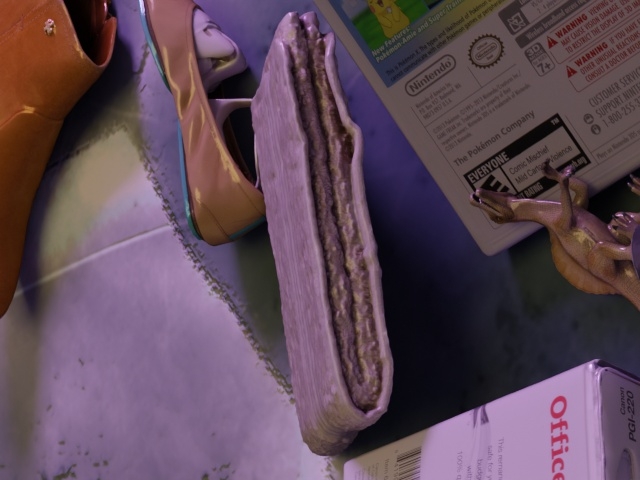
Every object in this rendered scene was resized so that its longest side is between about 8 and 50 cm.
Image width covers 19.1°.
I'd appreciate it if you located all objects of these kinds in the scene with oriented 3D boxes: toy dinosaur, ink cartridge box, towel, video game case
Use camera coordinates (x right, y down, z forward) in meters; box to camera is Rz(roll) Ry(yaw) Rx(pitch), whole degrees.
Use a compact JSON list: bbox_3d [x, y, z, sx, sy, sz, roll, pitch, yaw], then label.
[{"bbox_3d":[0.178,0.007,1.174,0.183,0.053,0.092,42,142,19],"label":"toy dinosaur"},{"bbox_3d":[0.117,0.185,1.158,0.218,0.092,0.158,-29,47,41],"label":"ink cartridge box"},{"bbox_3d":[0.000,0.000,1.299,0.187,0.049,0.282,118,145,-74],"label":"towel"},{"bbox_3d":[0.141,-0.187,1.158,0.329,0.036,0.300,-34,90,37],"label":"video game case"}]

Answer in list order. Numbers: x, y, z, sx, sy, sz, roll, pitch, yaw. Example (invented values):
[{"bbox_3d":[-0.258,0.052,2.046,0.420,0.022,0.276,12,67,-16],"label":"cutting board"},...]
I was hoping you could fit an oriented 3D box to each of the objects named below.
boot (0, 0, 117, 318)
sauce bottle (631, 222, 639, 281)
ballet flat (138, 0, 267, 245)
[{"bbox_3d":[-0.251,-0.095,1.584,0.211,0.104,0.295,-27,62,40],"label":"boot"},{"bbox_3d":[0.319,-0.050,1.005,0.344,0.111,0.111,-32,63,40],"label":"sauce bottle"},{"bbox_3d":[-0.081,-0.108,1.452,0.073,0.080,0.232,-18,72,13],"label":"ballet flat"}]
